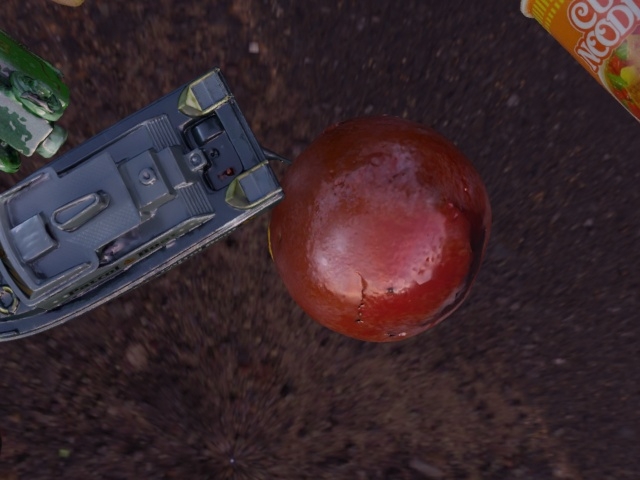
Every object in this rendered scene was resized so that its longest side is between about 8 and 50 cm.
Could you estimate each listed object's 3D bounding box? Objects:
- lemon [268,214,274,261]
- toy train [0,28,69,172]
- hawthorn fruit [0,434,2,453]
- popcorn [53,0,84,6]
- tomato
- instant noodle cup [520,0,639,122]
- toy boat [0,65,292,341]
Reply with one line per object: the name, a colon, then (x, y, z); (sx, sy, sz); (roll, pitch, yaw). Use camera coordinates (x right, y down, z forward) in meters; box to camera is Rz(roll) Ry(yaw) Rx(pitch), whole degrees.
lemon: (0.000, 0.000, 1.445); (0.114, 0.114, 0.155); (-20, 111, -7)
toy train: (-0.450, -0.208, 1.745); (0.243, 0.188, 0.132); (36, 108, -24)
hawthorn fruit: (-0.482, 0.242, 1.435); (0.249, 0.215, 0.215); (4, 80, -20)
popcorn: (-0.226, -0.400, 1.143); (0.390, 0.344, 0.354); (-27, 58, 27)
tomato: (0.060, -0.008, 1.195); (0.208, 0.208, 0.184); (-35, 55, -9)
instant noodle cup: (0.281, -0.167, 1.043); (0.168, 0.168, 0.185); (-32, 76, -8)
toy boat: (-0.170, -0.011, 0.955); (0.296, 0.122, 0.114); (-29, 80, 8)
